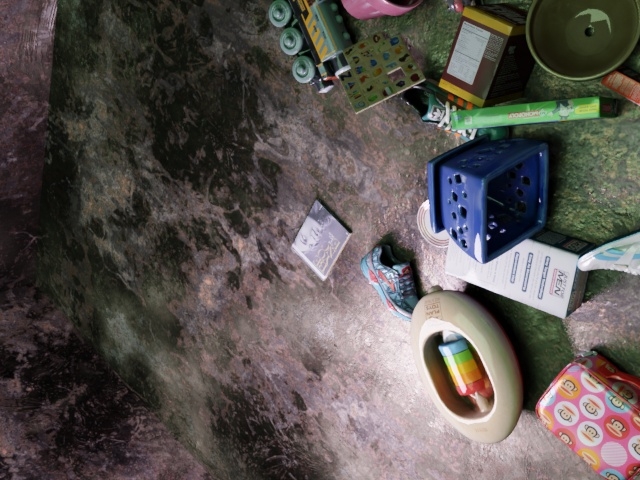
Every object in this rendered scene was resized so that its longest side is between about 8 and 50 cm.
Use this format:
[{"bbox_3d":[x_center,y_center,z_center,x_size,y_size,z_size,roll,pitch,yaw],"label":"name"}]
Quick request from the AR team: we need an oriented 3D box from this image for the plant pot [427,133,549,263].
[{"bbox_3d":[0.391,-0.118,1.800,0.212,0.236,0.236,29,137,46],"label":"plant pot"}]

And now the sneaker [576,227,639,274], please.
[{"bbox_3d":[0.674,0.035,1.657,0.228,0.087,0.092,-27,88,48],"label":"sneaker"}]

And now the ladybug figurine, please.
[{"bbox_3d":[0.410,0.325,2.046,0.305,0.161,0.450,-19,92,45],"label":"ladybug figurine"}]

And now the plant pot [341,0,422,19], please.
[{"bbox_3d":[0.148,-0.659,1.922,0.180,0.201,0.202,-12,97,60],"label":"plant pot"}]

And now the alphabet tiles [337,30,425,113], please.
[{"bbox_3d":[0.145,-0.456,1.984,0.198,0.009,0.237,-26,53,7],"label":"alphabet tiles"}]

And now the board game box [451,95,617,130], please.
[{"bbox_3d":[0.480,-0.283,1.679,0.317,0.213,0.046,0,99,31],"label":"board game box"}]

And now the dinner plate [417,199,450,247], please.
[{"bbox_3d":[0.331,-0.050,2.085,0.141,0.017,0.141,16,115,39],"label":"dinner plate"}]

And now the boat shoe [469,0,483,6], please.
[{"bbox_3d":[0.383,-0.564,1.828,0.043,0.049,0.137,-21,86,43],"label":"boat shoe"}]

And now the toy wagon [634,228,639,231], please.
[{"bbox_3d":[0.834,0.079,1.629,0.344,0.068,0.267,37,127,29],"label":"toy wagon"}]

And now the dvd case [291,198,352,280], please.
[{"bbox_3d":[0.000,0.000,2.412,0.164,0.018,0.221,46,131,21],"label":"dvd case"}]

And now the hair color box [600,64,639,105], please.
[{"bbox_3d":[0.686,-0.327,1.614,0.141,0.072,0.043,39,129,25],"label":"hair color box"}]

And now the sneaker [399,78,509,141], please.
[{"bbox_3d":[0.331,-0.317,1.912,0.302,0.121,0.108,35,125,27],"label":"sneaker"}]

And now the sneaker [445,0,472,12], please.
[{"bbox_3d":[0.381,-0.657,1.737,0.135,0.097,0.276,30,110,27],"label":"sneaker"}]

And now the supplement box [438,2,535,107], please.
[{"bbox_3d":[0.407,-0.436,1.749,0.129,0.191,0.194,36,127,29],"label":"supplement box"}]

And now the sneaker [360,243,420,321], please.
[{"bbox_3d":[0.224,0.121,2.189,0.262,0.104,0.125,50,130,17],"label":"sneaker"}]

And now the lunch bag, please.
[{"bbox_3d":[0.704,0.422,1.838,0.293,0.120,0.258,43,129,24],"label":"lunch bag"}]

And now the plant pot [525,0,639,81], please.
[{"bbox_3d":[0.575,-0.461,1.622,0.237,0.109,0.238,3,97,28],"label":"plant pot"}]

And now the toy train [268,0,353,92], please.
[{"bbox_3d":[-0.015,-0.596,2.132,0.190,0.142,0.334,-24,89,36],"label":"toy train"}]

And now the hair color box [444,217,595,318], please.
[{"bbox_3d":[0.497,0.049,1.904,0.347,0.105,0.174,22,119,36],"label":"hair color box"}]
